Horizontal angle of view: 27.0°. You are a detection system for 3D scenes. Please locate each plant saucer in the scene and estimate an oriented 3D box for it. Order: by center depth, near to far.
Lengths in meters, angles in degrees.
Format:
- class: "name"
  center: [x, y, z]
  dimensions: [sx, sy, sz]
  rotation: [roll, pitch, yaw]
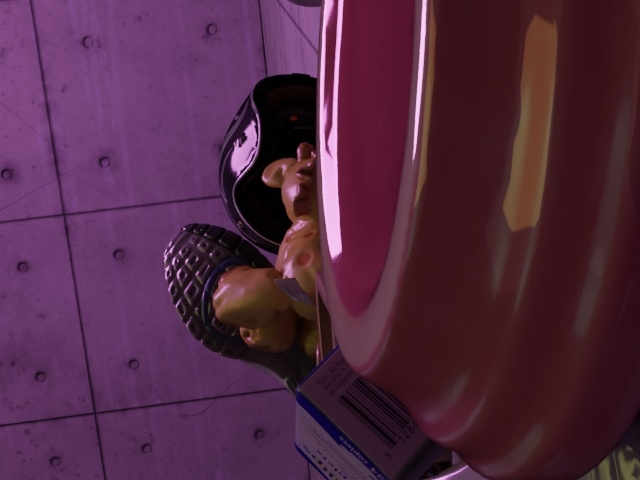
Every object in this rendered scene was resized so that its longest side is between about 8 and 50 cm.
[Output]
- class: "plant saucer"
  center: [0.054, -0.072, 0.525]
  dimensions: [0.332, 0.084, 0.332]
  rotation: [-178, 90, -83]

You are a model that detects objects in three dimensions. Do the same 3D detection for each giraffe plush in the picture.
- class: "giraffe plush"
  center: [0.000, 0.000, 1.233]
  dimensions: [0.210, 0.181, 0.170]
  rotation: [85, -168, -66]

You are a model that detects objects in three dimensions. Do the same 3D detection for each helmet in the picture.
- class: "helmet"
  center: [-0.028, -0.070, 1.363]
  dimensions: [0.169, 0.169, 0.161]
  rotation: [-103, 23, -53]

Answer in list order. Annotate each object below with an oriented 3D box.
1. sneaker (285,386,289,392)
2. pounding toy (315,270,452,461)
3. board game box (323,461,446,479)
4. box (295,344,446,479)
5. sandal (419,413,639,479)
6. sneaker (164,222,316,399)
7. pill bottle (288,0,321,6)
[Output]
- class: "sneaker"
  center: [0.019, 0.179, 1.745]
  dimensions: [0.106, 0.101, 0.267]
  rotation: [59, 167, 16]
- class: "pounding toy"
  center: [0.050, 0.112, 1.069]
  dimensions: [0.206, 0.094, 0.181]
  rotation: [-118, 23, -78]
- class: "board game box"
  center: [0.000, 0.327, 1.150]
  dimensions: [0.347, 0.056, 0.208]
  rotation: [-48, 40, 33]
- class: "box"
  center: [0.051, 0.083, 0.761]
  dimensions: [0.072, 0.126, 0.137]
  rotation: [41, 162, 15]
- class: "sandal"
  center: [0.107, 0.142, 0.637]
  dimensions: [0.265, 0.076, 0.102]
  rotation: [-49, 58, 56]
- class: "sneaker"
  center: [-0.043, 0.096, 1.382]
  dimensions: [0.297, 0.111, 0.129]
  rotation: [42, -178, 5]
- class: "pill bottle"
  center: [-0.014, -0.307, 1.285]
  dimensions: [0.087, 0.087, 0.160]
  rotation: [89, 173, -50]
